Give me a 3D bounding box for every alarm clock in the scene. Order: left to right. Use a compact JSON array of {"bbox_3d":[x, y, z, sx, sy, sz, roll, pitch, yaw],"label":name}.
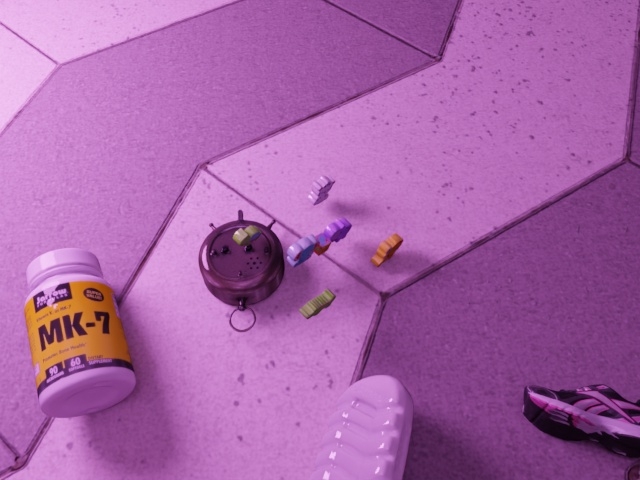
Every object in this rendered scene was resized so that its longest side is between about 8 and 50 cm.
[{"bbox_3d":[-0.119,0.047,0.851,0.129,0.064,0.192,-4,62,-3],"label":"alarm clock"}]

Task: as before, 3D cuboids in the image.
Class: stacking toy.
[{"bbox_3d":[0.000,0.000,0.842,0.167,0.052,0.221,43,49,17],"label":"stacking toy"}]

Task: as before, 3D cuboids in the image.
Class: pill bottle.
[{"bbox_3d":[-0.336,0.122,0.768,0.119,0.119,0.208,-20,61,-12],"label":"pill bottle"}]

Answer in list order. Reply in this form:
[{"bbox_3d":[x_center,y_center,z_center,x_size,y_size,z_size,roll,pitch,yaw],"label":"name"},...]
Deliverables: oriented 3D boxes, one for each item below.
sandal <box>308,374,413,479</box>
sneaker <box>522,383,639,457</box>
[{"bbox_3d":[0.037,0.356,0.637,0.102,0.169,0.416,40,58,-24],"label":"sandal"},{"bbox_3d":[0.358,0.227,0.752,0.178,0.072,0.077,20,49,2],"label":"sneaker"}]
